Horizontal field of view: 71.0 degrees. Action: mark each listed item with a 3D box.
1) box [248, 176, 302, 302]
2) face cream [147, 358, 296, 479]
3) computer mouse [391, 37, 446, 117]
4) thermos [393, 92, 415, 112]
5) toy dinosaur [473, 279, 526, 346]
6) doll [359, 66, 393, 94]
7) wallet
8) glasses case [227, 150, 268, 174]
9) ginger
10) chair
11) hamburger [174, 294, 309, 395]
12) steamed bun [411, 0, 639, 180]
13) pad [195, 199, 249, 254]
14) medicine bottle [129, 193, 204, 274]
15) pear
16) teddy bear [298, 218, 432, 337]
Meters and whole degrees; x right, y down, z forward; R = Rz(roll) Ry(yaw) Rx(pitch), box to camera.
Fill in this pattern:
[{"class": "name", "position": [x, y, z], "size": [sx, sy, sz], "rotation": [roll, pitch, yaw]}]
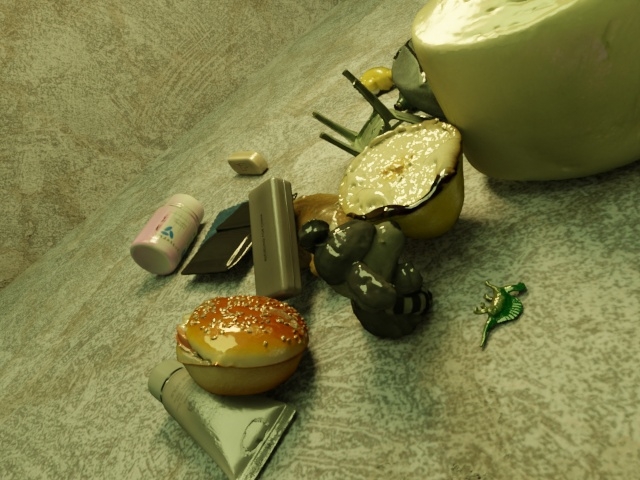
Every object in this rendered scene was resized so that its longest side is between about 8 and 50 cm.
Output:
[{"class": "box", "position": [-0.094, 0.000, 0.906], "size": [0.103, 0.055, 0.243], "rotation": [-25, 64, 43]}, {"class": "face cream", "position": [-0.192, 0.294, 0.786], "size": [0.315, 0.089, 0.143], "rotation": [11, 54, 42]}, {"class": "computer mouse", "position": [0.276, -0.397, 1.123], "size": [0.373, 0.204, 0.114], "rotation": [-82, 12, -53]}, {"class": "thermos", "position": [0.294, -0.432, 1.289], "size": [0.188, 0.083, 0.073], "rotation": [-40, 9, -3]}, {"class": "toy dinosaur", "position": [0.257, 0.101, 0.648], "size": [0.061, 0.029, 0.119], "rotation": [8, 52, 35]}, {"class": "doll", "position": [0.240, -0.540, 1.464], "size": [0.291, 0.086, 0.117], "rotation": [0, 42, 42]}, {"class": "wallet", "position": [-0.226, -0.020, 1.251], "size": [0.247, 0.041, 0.322], "rotation": [-3, 41, 41]}, {"class": "glasses case", "position": [-0.265, -0.279, 1.619], "size": [0.196, 0.083, 0.050], "rotation": [9, 53, 52]}, {"class": "ginger", "position": [0.000, 0.000, 0.941], "size": [0.276, 0.130, 0.221], "rotation": [-27, 39, 23]}, {"class": "chair", "position": [0.147, -0.294, 1.133], "size": [0.190, 0.275, 0.203], "rotation": [-52, 27, 22]}, {"class": "hamburger", "position": [-0.131, 0.172, 0.773], "size": [0.237, 0.147, 0.237], "rotation": [-5, 12, 1]}, {"class": "steamed bun", "position": [0.408, -0.296, 0.693], "size": [0.456, 0.371, 0.289], "rotation": [-23, 49, 20]}, {"class": "pad", "position": [-0.256, -0.044, 1.364], "size": [0.270, 0.012, 0.268], "rotation": [-19, 35, 27]}, {"class": "medicine bottle", "position": [-0.478, -0.026, 1.427], "size": [0.152, 0.152, 0.254], "rotation": [-16, 36, 31]}, {"class": "pear", "position": [0.174, -0.083, 0.817], "size": [0.267, 0.178, 0.266], "rotation": [-31, 33, 23]}, {"class": "teddy bear", "position": [0.091, 0.055, 0.692], "size": [0.144, 0.251, 0.171], "rotation": [-39, 45, 0]}]
